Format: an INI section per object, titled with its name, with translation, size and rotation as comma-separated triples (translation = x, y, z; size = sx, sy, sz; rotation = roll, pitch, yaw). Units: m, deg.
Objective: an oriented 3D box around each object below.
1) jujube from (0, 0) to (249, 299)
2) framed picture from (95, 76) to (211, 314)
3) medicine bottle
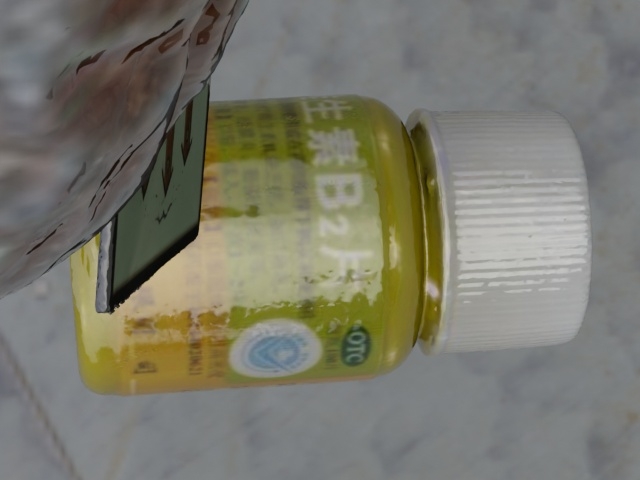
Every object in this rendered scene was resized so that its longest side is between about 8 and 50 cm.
[jujube]
translation = -0.107, -0.115, 0.433
size = 0.308, 0.215, 0.246
rotation = 114, 154, -58
[framed picture]
translation = -0.085, -0.139, 1.047
size = 0.013, 0.244, 0.324
rotation = 6, 101, 7
[medicine bottle]
translation = 0.000, 0.000, 1.406
size = 0.384, 0.224, 0.224
rotation = -3, 90, -7
